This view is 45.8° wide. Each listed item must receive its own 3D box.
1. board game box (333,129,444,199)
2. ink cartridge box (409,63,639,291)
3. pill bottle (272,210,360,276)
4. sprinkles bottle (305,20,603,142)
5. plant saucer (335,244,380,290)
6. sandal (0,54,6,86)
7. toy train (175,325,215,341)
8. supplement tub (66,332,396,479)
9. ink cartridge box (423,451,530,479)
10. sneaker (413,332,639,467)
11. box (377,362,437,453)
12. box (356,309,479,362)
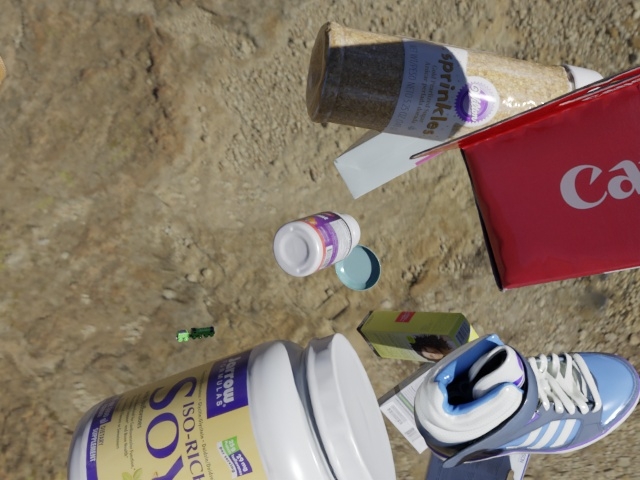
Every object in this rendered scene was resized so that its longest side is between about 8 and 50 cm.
[{"bbox_3d":[0.176,-0.212,1.576,0.224,0.303,0.098,-26,100,24],"label":"board game box"},{"bbox_3d":[0.265,-0.058,0.526,0.309,0.271,0.130,-18,88,52],"label":"ink cartridge box"},{"bbox_3d":[0.000,0.000,1.499,0.108,0.193,0.108,7,104,30],"label":"pill bottle"},{"bbox_3d":[0.165,-0.176,0.925,0.355,0.121,0.121,7,73,-12],"label":"sprinkles bottle"},{"bbox_3d":[0.095,0.064,1.868,0.119,0.021,0.119,7,107,22],"label":"plant saucer"},{"bbox_3d":[-0.349,-0.194,0.773,0.090,0.060,0.219,38,109,43],"label":"sandal"},{"bbox_3d":[-0.250,0.185,1.518,0.083,0.024,0.017,-6,36,-30],"label":"toy train"},{"bbox_3d":[-0.099,0.260,0.905,0.331,0.241,0.241,-21,70,10],"label":"supplement tub"},{"bbox_3d":[0.372,0.545,1.825,0.223,0.045,0.223,12,115,5],"label":"ink cartridge box"},{"bbox_3d":[0.278,0.192,0.980,0.322,0.236,0.130,-15,59,0],"label":"sneaker"},{"bbox_3d":[0.233,0.330,1.560,0.186,0.038,0.145,-39,105,9],"label":"box"},{"bbox_3d":[0.178,0.176,1.397,0.232,0.087,0.058,-5,39,51],"label":"box"}]
